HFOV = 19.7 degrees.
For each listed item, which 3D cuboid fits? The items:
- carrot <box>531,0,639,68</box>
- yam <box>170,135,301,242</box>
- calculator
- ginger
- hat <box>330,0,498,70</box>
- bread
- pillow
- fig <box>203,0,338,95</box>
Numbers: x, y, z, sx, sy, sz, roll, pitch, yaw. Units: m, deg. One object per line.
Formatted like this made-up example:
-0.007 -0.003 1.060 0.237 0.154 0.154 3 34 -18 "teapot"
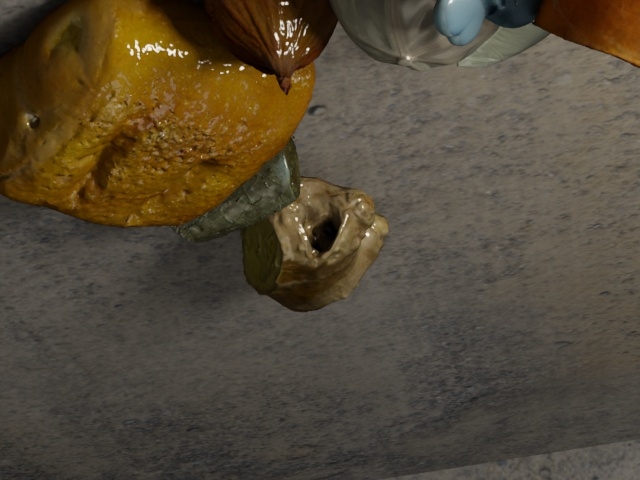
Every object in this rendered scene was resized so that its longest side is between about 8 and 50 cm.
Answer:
0.332 -0.274 1.632 0.193 0.214 0.331 11 123 -22 "carrot"
-0.103 -0.066 2.282 0.183 0.107 0.107 -21 152 24 "yam"
0.212 -0.299 1.712 0.302 0.042 0.188 -52 153 -8 "calculator"
0.000 0.000 2.428 0.221 0.130 0.275 -7 158 -27 "ginger"
0.134 -0.279 1.803 0.275 0.161 0.232 -40 147 26 "hat"
-0.196 -0.133 2.047 0.337 0.148 0.328 13 149 -38 "bread"
0.250 -0.273 1.936 0.144 0.078 0.254 -28 172 -42 "pillow"
-0.037 -0.207 1.876 0.146 0.201 0.134 -8 146 -15 "fig"
